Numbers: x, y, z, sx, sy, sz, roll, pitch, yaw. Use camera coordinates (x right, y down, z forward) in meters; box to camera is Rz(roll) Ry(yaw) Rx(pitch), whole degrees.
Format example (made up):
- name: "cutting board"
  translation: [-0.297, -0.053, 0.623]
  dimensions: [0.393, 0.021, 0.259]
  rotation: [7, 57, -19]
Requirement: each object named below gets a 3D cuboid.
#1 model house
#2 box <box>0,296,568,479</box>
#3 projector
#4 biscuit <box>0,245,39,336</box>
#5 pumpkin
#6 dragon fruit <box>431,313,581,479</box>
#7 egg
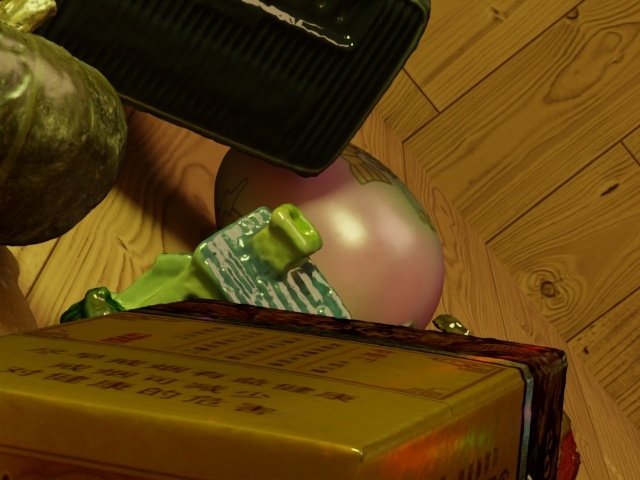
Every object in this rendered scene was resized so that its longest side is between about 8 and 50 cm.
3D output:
- name: "model house"
  translation: [-0.057, 0.081, 1.394]
  dimensions: [0.214, 0.189, 0.195]
  rotation: [55, 9, 10]
- name: "box"
  translation: [-0.035, 0.114, 1.061]
  dimensions: [0.415, 0.264, 0.116]
  rotation: [-8, 104, -71]
- name: "projector"
  translation: [-0.146, -0.282, 1.818]
  dimensions: [0.395, 0.242, 0.405]
  rotation: [23, 23, -31]
- name: "biscuit"
  translation: [-0.200, 0.074, 1.227]
  dimensions: [0.234, 0.030, 0.153]
  rotation: [57, 16, 24]
- name: "pumpkin"
  translation: [-0.220, -0.093, 1.245]
  dimensions: [0.219, 0.162, 0.219]
  rotation: [30, 1, -1]
- name: "dragon fruit"
  translation: [0.178, 0.187, 1.861]
  dimensions: [0.148, 0.218, 0.224]
  rotation: [-13, 66, -29]
- name: "egg"
  translation: [0.000, 0.000, 1.898]
  dimensions: [0.271, 0.196, 0.196]
  rotation: [39, 6, 20]
